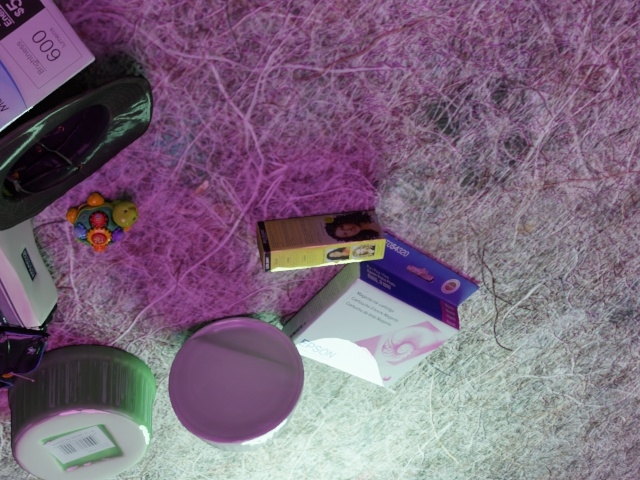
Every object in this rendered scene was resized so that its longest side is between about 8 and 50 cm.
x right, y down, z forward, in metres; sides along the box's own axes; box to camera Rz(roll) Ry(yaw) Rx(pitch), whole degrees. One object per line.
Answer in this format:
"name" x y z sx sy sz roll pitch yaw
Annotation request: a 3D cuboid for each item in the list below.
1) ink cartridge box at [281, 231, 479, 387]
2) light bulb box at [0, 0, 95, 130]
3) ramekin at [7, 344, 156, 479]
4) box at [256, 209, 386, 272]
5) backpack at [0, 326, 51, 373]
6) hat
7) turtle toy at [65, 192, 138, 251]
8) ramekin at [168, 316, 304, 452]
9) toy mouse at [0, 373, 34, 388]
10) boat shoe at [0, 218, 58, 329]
"ink cartridge box" 0.140 0.167 1.561 0.324 0.071 0.330 27 120 -34
"light bulb box" -0.526 -0.258 0.797 0.361 0.225 0.358 -42 133 -10
"ramekin" -0.494 0.373 1.501 0.303 0.148 0.303 -8 133 -9
"box" 0.000 0.000 1.356 0.232 0.087 0.058 -8 135 -11
"backpack" -0.572 0.192 1.359 0.105 0.084 0.114 9 124 -25
"hat" -0.408 -0.162 1.042 0.331 0.134 0.331 -40 175 -5
"turtle toy" -0.367 -0.030 1.232 0.130 0.066 0.095 -32 132 13
"ramekin" -0.166 0.302 1.468 0.273 0.273 0.127 -10 145 -7
"toy mouse" -0.661 0.258 1.422 0.161 0.031 0.143 28 140 -27
"boat shoe" -0.560 0.010 1.180 0.158 0.127 0.340 -1 122 6
